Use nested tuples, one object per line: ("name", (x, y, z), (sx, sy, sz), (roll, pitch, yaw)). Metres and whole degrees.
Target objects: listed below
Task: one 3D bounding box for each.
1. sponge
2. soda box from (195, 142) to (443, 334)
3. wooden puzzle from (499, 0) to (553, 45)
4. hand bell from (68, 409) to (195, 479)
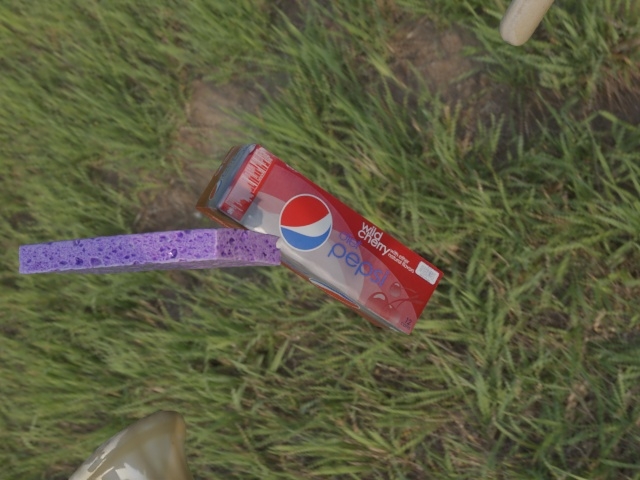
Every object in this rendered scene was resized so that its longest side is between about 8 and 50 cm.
("sponge", (-0.155, 0.012, 0.819), (0.210, 0.117, 0.031), (-3, 86, 23))
("soda box", (0.000, 0.000, 0.975), (0.084, 0.263, 0.092), (-59, 20, -9))
("wooden puzzle", (0.226, -0.385, 0.740), (0.322, 0.080, 0.348), (117, 172, -53))
("hand bell", (-0.082, 0.260, 0.689), (0.242, 0.126, 0.126), (43, 96, 22))
